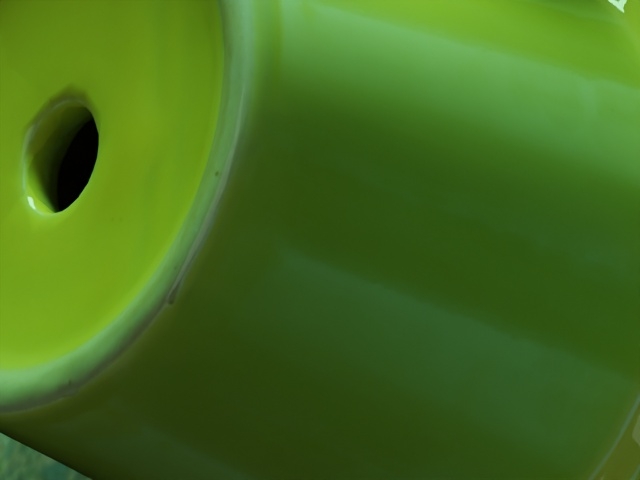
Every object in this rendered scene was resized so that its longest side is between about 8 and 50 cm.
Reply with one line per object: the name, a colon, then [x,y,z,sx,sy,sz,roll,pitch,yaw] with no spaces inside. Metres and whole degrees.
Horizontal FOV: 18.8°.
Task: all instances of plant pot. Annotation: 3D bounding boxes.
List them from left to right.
plant pot: [0.000,0.000,0.622,0.254,0.239,0.254,-17,65,39]
